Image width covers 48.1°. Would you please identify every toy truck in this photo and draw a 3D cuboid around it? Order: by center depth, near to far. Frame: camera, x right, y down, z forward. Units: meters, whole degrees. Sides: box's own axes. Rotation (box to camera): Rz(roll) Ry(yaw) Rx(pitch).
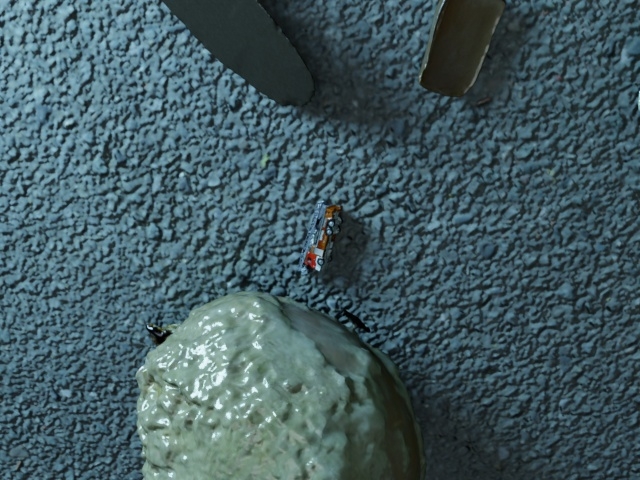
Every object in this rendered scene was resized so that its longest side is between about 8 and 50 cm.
[{"bbox_3d":[0.000,0.000,0.755,0.032,0.024,0.083,22,111,20],"label":"toy truck"}]

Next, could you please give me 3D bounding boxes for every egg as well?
[{"bbox_3d":[-0.035,0.199,0.711,0.310,0.279,0.279,46,108,5],"label":"egg"}]

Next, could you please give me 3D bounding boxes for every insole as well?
[{"bbox_3d":[-0.130,-0.238,0.650,0.328,0.007,0.111,40,152,-7],"label":"insole"}]

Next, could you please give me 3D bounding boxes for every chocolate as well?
[{"bbox_3d":[0.128,-0.187,0.670,0.064,0.031,0.100,7,116,-17],"label":"chocolate"}]

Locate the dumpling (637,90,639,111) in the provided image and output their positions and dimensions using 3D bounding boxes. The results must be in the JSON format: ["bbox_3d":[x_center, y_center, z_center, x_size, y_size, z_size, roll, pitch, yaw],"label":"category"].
[{"bbox_3d":[0.329,-0.131,0.669,0.059,0.043,0.077,22,116,20],"label":"dumpling"}]

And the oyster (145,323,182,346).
[{"bbox_3d":[-0.145,0.144,0.819,0.132,0.029,0.086,21,111,-6],"label":"oyster"}]
